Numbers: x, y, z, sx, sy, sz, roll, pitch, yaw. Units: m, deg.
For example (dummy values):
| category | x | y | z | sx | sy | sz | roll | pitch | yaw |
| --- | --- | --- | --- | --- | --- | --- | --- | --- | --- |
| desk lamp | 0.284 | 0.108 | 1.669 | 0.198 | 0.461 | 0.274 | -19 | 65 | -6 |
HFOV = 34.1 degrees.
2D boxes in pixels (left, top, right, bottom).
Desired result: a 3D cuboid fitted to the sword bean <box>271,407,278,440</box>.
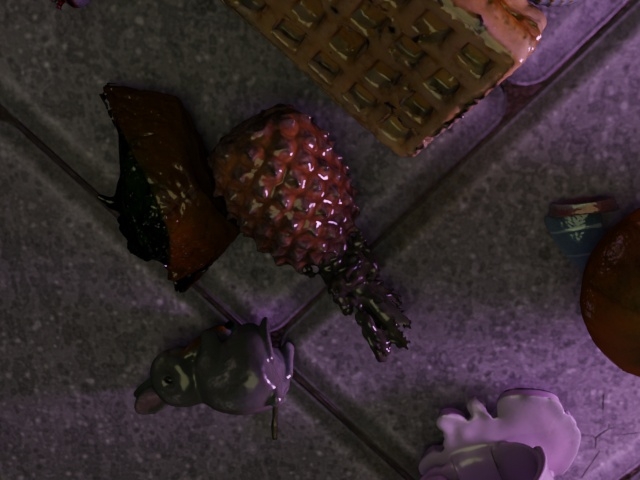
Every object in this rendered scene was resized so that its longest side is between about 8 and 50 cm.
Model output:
| category | x | y | z | sx | sy | sz | roll | pitch | yaw |
| --- | --- | --- | --- | --- | --- | --- | --- | --- | --- |
| sword bean | -0.066 | 0.256 | 1.519 | 0.012 | 0.012 | 0.083 | 7 | 112 | 5 |

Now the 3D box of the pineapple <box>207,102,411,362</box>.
| category | x | y | z | sx | sy | sz | roll | pitch | yaw |
| --- | --- | --- | --- | --- | --- | --- | --- | --- | --- |
| pineapple | 0.000 | 0.000 | 1.339 | 0.175 | 0.175 | 0.361 | -28 | 103 | 16 |

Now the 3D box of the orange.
| category | x | y | z | sx | sy | sz | roll | pitch | yaw |
| --- | --- | --- | --- | --- | --- | --- | --- | --- | --- |
| orange | 0.442 | 0.064 | 1.294 | 0.240 | 0.171 | 0.240 | -1 | 111 | -2 |

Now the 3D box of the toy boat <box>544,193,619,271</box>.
| category | x | y | z | sx | sy | sz | roll | pitch | yaw |
| --- | --- | --- | --- | --- | --- | --- | --- | --- | --- |
| toy boat | 0.346 | 0.004 | 1.365 | 0.096 | 0.034 | 0.122 | -6 | 110 | 15 |

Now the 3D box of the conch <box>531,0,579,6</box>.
| category | x | y | z | sx | sy | sz | roll | pitch | yaw |
| --- | --- | --- | --- | --- | --- | --- | --- | --- | --- |
| conch | 0.281 | -0.349 | 1.197 | 0.200 | 0.131 | 0.172 | 10 | 82 | -32 |

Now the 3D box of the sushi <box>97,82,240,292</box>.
| category | x | y | z | sx | sy | sz | roll | pitch | yaw |
| --- | --- | --- | --- | --- | --- | --- | --- | --- | --- |
| sushi | -0.206 | -0.066 | 1.348 | 0.140 | 0.149 | 0.287 | -20 | 111 | 17 |

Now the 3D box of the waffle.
| category | x | y | z | sx | sy | sz | roll | pitch | yaw |
| --- | --- | --- | --- | --- | --- | --- | --- | --- | --- |
| waffle | 0.042 | -0.287 | 1.205 | 0.376 | 0.114 | 0.261 | 40 | 146 | -6 |

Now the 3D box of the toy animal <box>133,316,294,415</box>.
| category | x | y | z | sx | sy | sz | roll | pitch | yaw |
| --- | --- | --- | --- | --- | --- | --- | --- | --- | --- |
| toy animal | -0.168 | 0.190 | 1.451 | 0.251 | 0.127 | 0.125 | -16 | 110 | 16 |

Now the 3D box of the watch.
| category | x | y | z | sx | sy | sz | roll | pitch | yaw |
| --- | --- | --- | --- | --- | --- | --- | --- | --- | --- |
| watch | 0.235 | 0.330 | 1.392 | 0.244 | 0.231 | 0.196 | -23 | 103 | 18 |

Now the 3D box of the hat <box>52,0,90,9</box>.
| category | x | y | z | sx | sy | sz | roll | pitch | yaw |
| --- | --- | --- | --- | --- | --- | --- | --- | --- | --- |
| hat | -0.255 | -0.382 | 1.281 | 0.227 | 0.129 | 0.140 | -23 | 83 | -4 |
